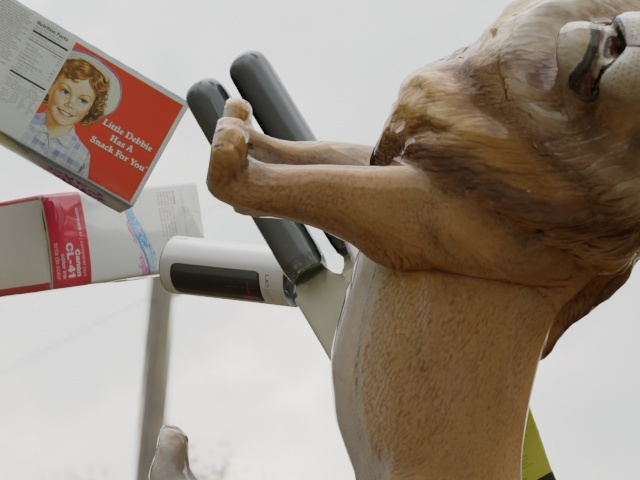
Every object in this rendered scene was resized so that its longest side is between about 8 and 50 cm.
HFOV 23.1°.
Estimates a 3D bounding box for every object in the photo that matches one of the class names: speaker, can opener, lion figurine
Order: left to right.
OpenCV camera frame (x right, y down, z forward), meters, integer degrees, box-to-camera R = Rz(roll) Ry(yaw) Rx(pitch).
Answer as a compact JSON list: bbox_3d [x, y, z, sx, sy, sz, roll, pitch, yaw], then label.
[{"bbox_3d":[-0.076,0.027,1.417,0.136,0.055,0.055,6,-22,29],"label":"speaker"},{"bbox_3d":[0.000,0.000,1.092,0.074,0.280,0.093,-32,-8,3],"label":"can opener"},{"bbox_3d":[0.050,0.064,0.725,0.240,0.392,0.142,12,7,-3],"label":"lion figurine"}]

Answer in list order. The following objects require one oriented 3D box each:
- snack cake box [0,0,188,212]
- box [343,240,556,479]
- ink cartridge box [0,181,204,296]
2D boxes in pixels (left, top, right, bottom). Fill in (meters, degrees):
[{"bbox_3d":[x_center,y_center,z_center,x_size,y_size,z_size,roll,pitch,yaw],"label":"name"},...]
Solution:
[{"bbox_3d":[-0.313,-0.165,1.900,0.264,0.152,0.089,31,-13,-13],"label":"snack cake box"},{"bbox_3d":[0.070,0.056,0.893,0.058,0.087,0.232,-27,-50,-2],"label":"box"},{"bbox_3d":[-0.337,0.002,2.133,0.226,0.131,0.306,-9,-3,38],"label":"ink cartridge box"}]
